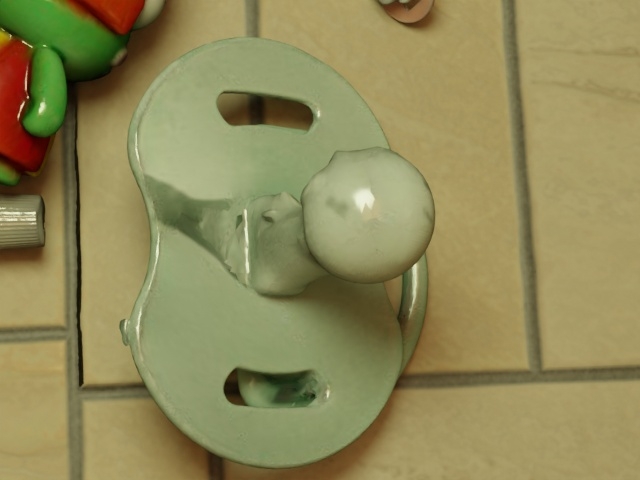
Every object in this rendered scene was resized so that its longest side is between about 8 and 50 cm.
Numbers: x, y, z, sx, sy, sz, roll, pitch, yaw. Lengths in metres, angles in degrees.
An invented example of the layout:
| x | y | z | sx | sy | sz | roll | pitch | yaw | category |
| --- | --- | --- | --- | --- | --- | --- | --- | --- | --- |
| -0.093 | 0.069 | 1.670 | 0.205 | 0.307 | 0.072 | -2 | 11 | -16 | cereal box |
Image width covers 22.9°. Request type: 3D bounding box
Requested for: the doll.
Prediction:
| x | y | z | sx | sy | sz | roll | pitch | yaw | category |
| --- | --- | --- | --- | --- | --- | --- | --- | --- | --- |
| -0.206 | -0.217 | 1.257 | 0.160 | 0.182 | 0.363 | 43 | 73 | -34 | doll |

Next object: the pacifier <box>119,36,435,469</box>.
| x | y | z | sx | sy | sz | roll | pitch | yaw | category |
| --- | --- | --- | --- | --- | --- | --- | --- | --- | --- |
| 0.000 | 0.000 | 1.205 | 0.288 | 0.269 | 0.343 | 2 | 81 | -33 | pacifier |

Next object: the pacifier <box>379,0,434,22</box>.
| x | y | z | sx | sy | sz | roll | pitch | yaw | category |
| --- | --- | --- | --- | --- | --- | --- | --- | --- | --- |
| 0.074 | -0.240 | 1.358 | 0.078 | 0.081 | 0.099 | -31 | 84 | -41 | pacifier |

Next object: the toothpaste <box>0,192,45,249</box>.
| x | y | z | sx | sy | sz | roll | pitch | yaw | category |
| --- | --- | --- | --- | --- | --- | --- | --- | --- | --- |
| -0.360 | -0.012 | 1.260 | 0.282 | 0.068 | 0.099 | -1 | 49 | 2 | toothpaste |
